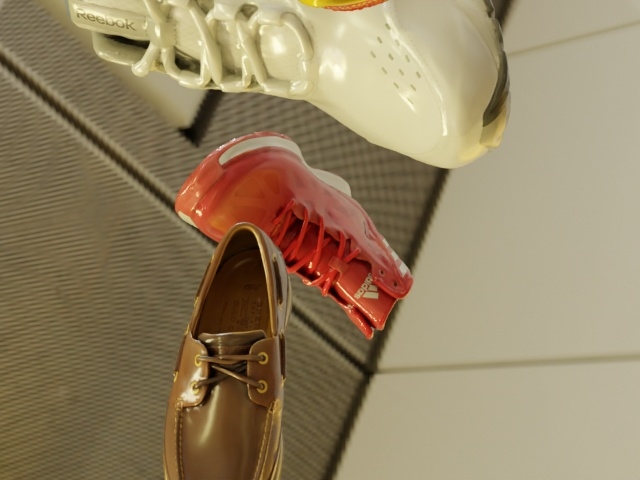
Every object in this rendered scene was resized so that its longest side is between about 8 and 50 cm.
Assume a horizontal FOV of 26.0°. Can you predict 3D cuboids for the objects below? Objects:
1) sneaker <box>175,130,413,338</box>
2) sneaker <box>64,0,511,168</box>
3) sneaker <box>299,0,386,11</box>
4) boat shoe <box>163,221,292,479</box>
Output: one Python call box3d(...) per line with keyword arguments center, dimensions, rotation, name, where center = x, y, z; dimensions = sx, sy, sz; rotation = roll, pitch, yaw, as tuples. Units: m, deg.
box3d(center=(0.000, 0.000, 0.974), dimensions=(0.128, 0.087, 0.221), rotation=(45, -162, 24), name="sneaker")
box3d(center=(-0.041, -0.107, 0.652), dimensions=(0.129, 0.297, 0.111), rotation=(-30, -41, -36), name="sneaker")
box3d(center=(0.052, -0.135, 0.439), dimensions=(0.064, 0.175, 0.067), rotation=(43, -152, 5), name="sneaker")
box3d(center=(-0.049, 0.070, 0.724), dimensions=(0.060, 0.064, 0.178), rotation=(87, -173, -55), name="boat shoe")
